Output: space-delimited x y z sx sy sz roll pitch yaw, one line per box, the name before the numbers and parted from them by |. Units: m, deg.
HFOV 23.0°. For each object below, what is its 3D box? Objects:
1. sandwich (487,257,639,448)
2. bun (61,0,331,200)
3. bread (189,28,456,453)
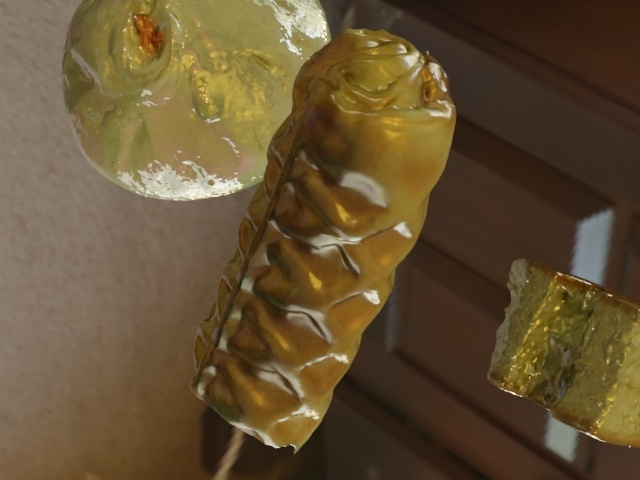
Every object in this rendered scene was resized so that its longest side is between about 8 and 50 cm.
sandwich | 0.221 0.092 1.439 0.128 0.235 0.122 16 96 -42
bun | -0.138 -0.191 1.558 0.293 0.293 0.187 -52 156 -8
bread | 0.000 -0.001 0.883 0.087 0.098 0.269 12 129 -14
